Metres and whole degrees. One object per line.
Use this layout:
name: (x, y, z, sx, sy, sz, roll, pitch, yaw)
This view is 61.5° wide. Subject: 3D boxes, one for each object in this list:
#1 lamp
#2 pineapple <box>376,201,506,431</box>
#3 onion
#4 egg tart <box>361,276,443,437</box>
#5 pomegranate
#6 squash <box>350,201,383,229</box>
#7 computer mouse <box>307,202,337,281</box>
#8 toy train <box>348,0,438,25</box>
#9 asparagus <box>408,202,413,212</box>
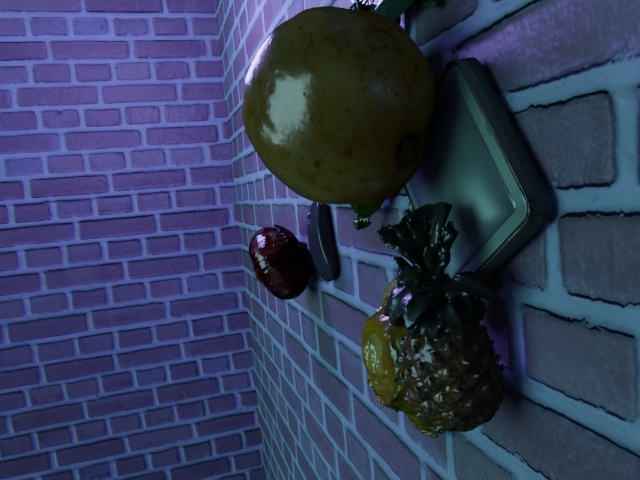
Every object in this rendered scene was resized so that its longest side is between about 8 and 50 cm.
lamp: (0.204, -0.081, 0.786, 0.266, 0.047, 0.269, 112, 147, -58)
pineapple: (0.171, 0.103, 0.747, 0.170, 0.141, 0.310, -8, 102, 32)
onion: (-0.125, 0.066, 1.713, 0.246, 0.190, 0.246, 60, 171, 17)
egg tart: (0.150, 0.210, 0.972, 0.295, 0.116, 0.295, 173, 90, -76)
pomegranate: (0.031, -0.190, 0.802, 0.307, 0.307, 0.308, 173, 90, -74)
squash: (0.098, -0.184, 1.010, 0.101, 0.101, 0.379, -117, 25, -50)
computer mouse: (-0.001, 0.001, 1.495, 0.120, 0.057, 0.232, 142, 120, -70)
toy train: (0.115, -0.428, 0.872, 0.253, 0.105, 0.157, 160, 116, -72)
asparagus: (0.168, -0.060, 0.955, 0.024, 0.025, 0.249, -24, 73, 54)
